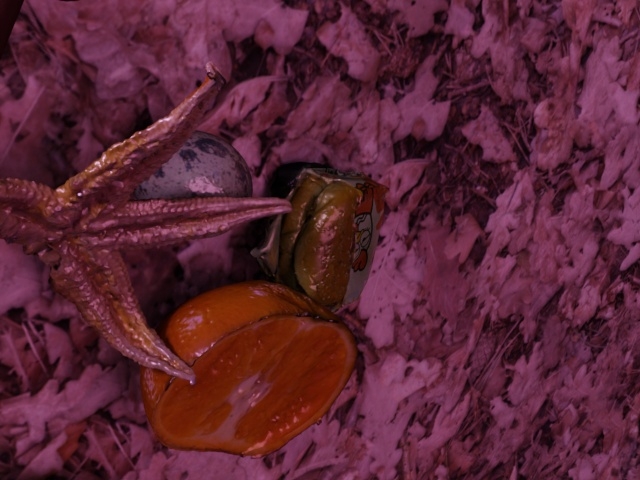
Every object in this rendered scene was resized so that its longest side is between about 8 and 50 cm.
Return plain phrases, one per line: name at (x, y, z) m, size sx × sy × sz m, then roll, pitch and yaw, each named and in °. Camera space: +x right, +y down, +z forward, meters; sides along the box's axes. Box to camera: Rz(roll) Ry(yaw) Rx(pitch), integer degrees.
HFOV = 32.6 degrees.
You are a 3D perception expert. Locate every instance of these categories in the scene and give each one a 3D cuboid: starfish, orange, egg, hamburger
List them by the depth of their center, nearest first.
starfish at (-0.229, -0.007, 1.205) m, size 0.383 × 0.132 × 0.398 m, roll -31°, pitch 131°, yaw -2°
egg at (-0.163, -0.074, 1.363) m, size 0.172 × 0.132 × 0.132 m, roll 28°, pitch 90°, yaw -36°
orange at (-0.091, 0.176, 1.469) m, size 0.310 × 0.274 × 0.274 m, roll 26°, pitch 92°, yaw -20°
hamburger at (-0.003, 0.000, 1.547) m, size 0.235 × 0.125 × 0.214 m, roll 2°, pitch 99°, yaw -58°

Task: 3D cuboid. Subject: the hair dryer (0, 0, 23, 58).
hair dryer at (-0.460, -0.155, 1.023) m, size 0.340 × 0.123 × 0.313 m, roll 4°, pitch 125°, yaw -44°
